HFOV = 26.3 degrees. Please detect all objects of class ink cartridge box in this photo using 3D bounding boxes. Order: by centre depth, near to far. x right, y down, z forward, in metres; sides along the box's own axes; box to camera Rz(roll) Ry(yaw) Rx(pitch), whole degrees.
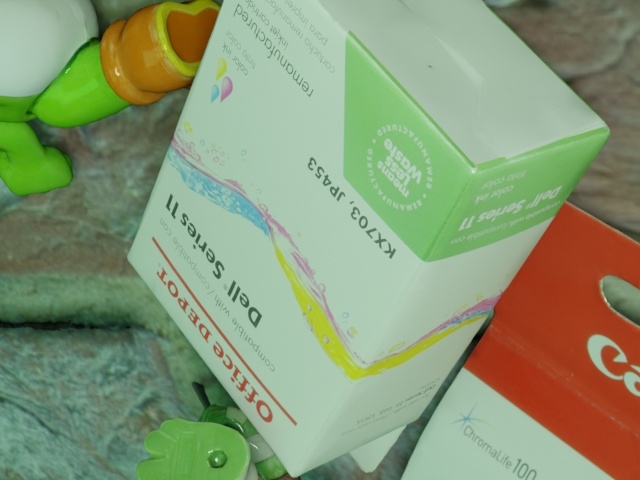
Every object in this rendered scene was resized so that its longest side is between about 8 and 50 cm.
[{"bbox_3d":[0.173,0.188,0.842,0.308,0.091,0.385,37,139,42],"label":"ink cartridge box"},{"bbox_3d":[0.000,0.000,0.862,0.207,0.119,0.353,50,137,24],"label":"ink cartridge box"}]

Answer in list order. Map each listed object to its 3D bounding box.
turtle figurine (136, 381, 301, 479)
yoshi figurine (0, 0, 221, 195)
[{"bbox_3d":[-0.092,0.216,0.944,0.275,0.198,0.266,39,170,24],"label":"turtle figurine"},{"bbox_3d":[-0.234,-0.129,0.983,0.362,0.203,0.203,-20,146,27],"label":"yoshi figurine"}]
